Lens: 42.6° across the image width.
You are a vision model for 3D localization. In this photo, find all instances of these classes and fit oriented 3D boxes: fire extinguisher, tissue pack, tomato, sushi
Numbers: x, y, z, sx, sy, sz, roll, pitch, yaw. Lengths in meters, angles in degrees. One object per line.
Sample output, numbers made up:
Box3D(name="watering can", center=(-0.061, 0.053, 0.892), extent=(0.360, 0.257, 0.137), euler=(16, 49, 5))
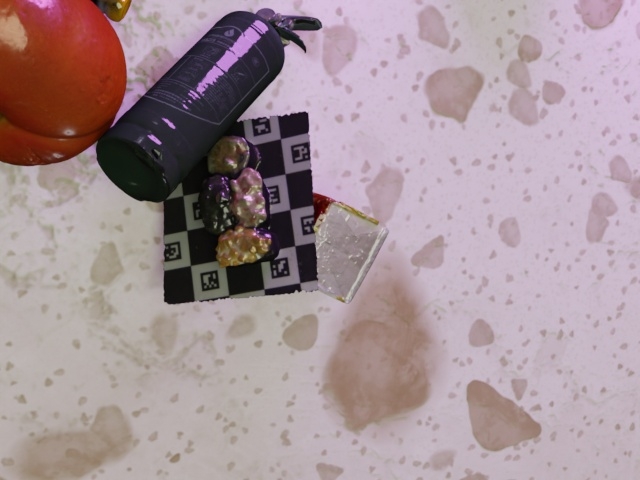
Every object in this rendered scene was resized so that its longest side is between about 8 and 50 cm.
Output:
Box3D(name="fire extinguisher", center=(-0.116, -0.175, 0.936), extent=(0.311, 0.114, 0.095), euler=(-56, 158, -32))
Box3D(name="tissue pack", center=(-0.001, 0.000, 1.017), extent=(0.099, 0.149, 0.106), euler=(29, 89, -21))
Box3D(name="tomato", center=(-0.325, -0.184, 0.828), extent=(0.260, 0.260, 0.180), euler=(15, 66, -21))
Box3D(name="sushi", center=(-0.106, -0.042, 0.939), extent=(0.192, 0.050, 0.215), euler=(-6, 80, 15))

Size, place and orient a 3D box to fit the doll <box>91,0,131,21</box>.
Box3D(name="doll", center=(-0.342, -0.327, 0.851), extent=(0.316, 0.145, 0.103), euler=(19, 62, -20))
